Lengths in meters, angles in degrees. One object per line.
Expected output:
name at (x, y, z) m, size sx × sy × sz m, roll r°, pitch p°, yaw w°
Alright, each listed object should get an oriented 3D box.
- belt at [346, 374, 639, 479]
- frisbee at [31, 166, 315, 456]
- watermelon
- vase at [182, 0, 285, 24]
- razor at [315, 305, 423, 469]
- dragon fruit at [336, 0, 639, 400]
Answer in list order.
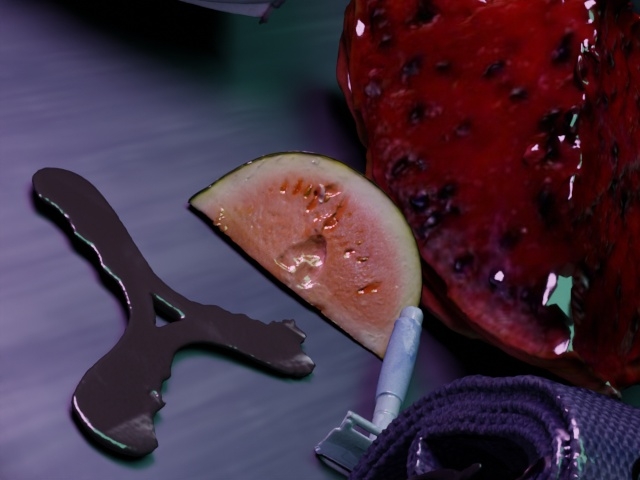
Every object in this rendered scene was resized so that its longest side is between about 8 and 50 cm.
belt at (0.090, 0.145, 0.977) m, size 0.126 × 0.230 × 0.139 m, roll 22°, pitch 64°, yaw -24°
frisbee at (-0.080, 0.052, 1.103) m, size 0.187 × 0.012 × 0.211 m, roll 19°, pitch 39°, yaw -31°
watermelon at (0.002, -0.004, 1.225) m, size 0.163 × 0.087 × 0.069 m, roll 40°, pitch -4°, yaw -5°
vase at (-0.192, -0.317, 1.223) m, size 0.445 × 0.250 × 0.250 m, roll 20°, pitch 38°, yaw -19°
razor at (0.045, 0.088, 1.144) m, size 0.068 × 0.040 × 0.135 m, roll 32°, pitch 41°, yaw -13°
dragon fruit at (0.157, -0.007, 1.346) m, size 0.329 × 0.228 × 0.286 m, roll 25°, pitch 64°, yaw -56°
